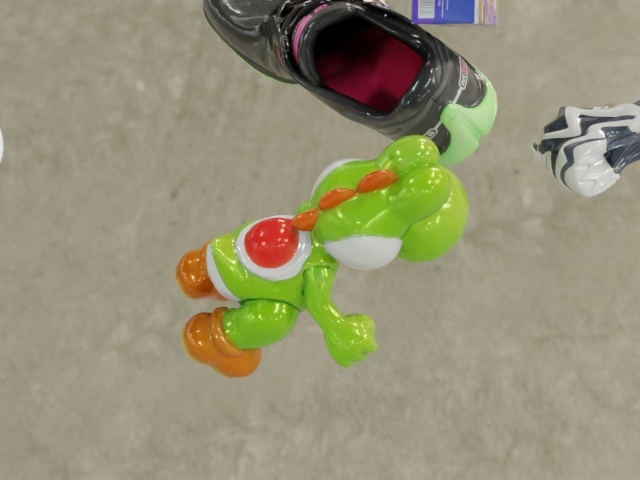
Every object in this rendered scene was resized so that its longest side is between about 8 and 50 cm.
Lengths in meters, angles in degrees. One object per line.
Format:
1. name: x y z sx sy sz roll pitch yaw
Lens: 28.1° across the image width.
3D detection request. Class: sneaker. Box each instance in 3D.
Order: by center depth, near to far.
1. sneaker: 0.018 -0.268 1.658 0.483 0.202 0.185 31 90 34
2. sneaker: 0.382 -0.150 1.688 0.235 0.094 0.153 -35 33 -12

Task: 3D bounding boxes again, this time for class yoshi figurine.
1. yoshi figurine: 0.020 0.014 1.390 0.362 0.203 0.203 -32 11 33

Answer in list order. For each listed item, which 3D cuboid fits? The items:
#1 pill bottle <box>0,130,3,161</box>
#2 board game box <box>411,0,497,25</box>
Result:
1. pill bottle: -0.441 -0.073 1.346 0.264 0.146 0.146 -15 37 44
2. board game box: 0.172 -0.441 1.581 0.078 0.347 0.233 2 9 14
